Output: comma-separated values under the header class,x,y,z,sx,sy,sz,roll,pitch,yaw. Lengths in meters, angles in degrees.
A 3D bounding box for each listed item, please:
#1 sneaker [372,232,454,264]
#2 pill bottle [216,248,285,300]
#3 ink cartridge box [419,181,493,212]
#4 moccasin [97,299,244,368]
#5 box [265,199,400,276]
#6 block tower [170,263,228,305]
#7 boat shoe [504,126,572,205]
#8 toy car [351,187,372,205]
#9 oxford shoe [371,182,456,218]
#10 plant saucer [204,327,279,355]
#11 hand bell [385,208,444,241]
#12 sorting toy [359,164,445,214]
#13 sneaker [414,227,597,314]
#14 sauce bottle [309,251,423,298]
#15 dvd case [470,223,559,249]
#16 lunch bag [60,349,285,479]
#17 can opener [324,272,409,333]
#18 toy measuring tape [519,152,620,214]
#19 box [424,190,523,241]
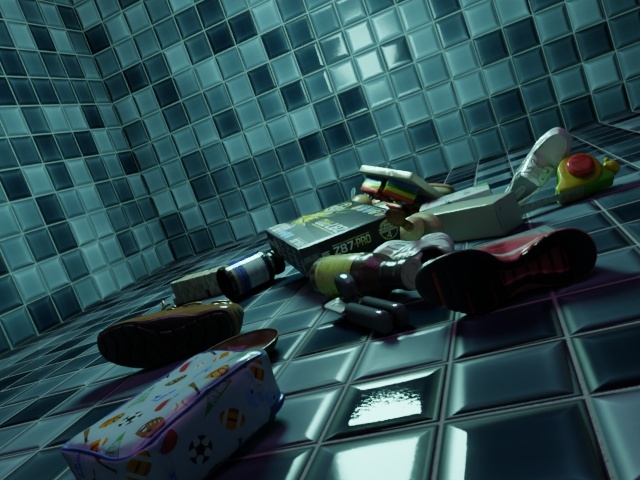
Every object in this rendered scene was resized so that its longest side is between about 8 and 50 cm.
class,x,y,z,sx,sy,sz,roll,pitch,yaw
sneaker,0.216,0.045,1.400,0.232,0.090,0.115,-19,11,12
pill bottle,-0.232,0.108,1.939,0.219,0.123,0.122,-25,9,-33
ink cartridge box,0.434,-0.099,1.790,0.219,0.093,0.160,-19,7,18
moccasin,-0.382,0.226,1.458,0.380,0.139,0.147,-19,7,6
box,0.031,-0.020,1.754,0.318,0.097,0.395,-22,16,-14
block tower,-0.419,0.160,2.162,0.335,0.097,0.091,-17,8,27
boat shoe,0.614,-0.191,1.627,0.096,0.098,0.277,-37,-23,-49
toy car,0.162,-0.114,2.117,0.155,0.189,0.149,-15,-17,36
oxford shoe,0.352,-0.121,2.198,0.348,0.123,0.130,-16,35,25
plant saucer,-0.175,0.243,1.206,0.198,0.036,0.198,-20,7,3
hand bell,0.220,-0.039,1.457,0.126,0.126,0.242,-16,-18,25
sorting toy,0.291,-0.156,1.989,0.257,0.089,0.255,28,-6,-39
sneaker,0.328,0.059,1.042,0.313,0.116,0.136,-13,-1,5
sauce bottle,0.102,0.083,1.333,0.111,0.111,0.344,-25,9,-30
dvd case,0.410,0.026,1.245,0.238,0.030,0.179,-18,8,9
lunch bag,-0.212,0.270,0.857,0.243,0.115,0.303,-16,10,45
can opener,0.081,0.130,1.173,0.074,0.093,0.280,-22,13,-19
toy measuring tape,0.649,-0.160,1.570,0.330,0.121,0.121,-19,8,8
box,0.405,-0.057,1.579,0.113,0.094,0.275,-26,11,-36
